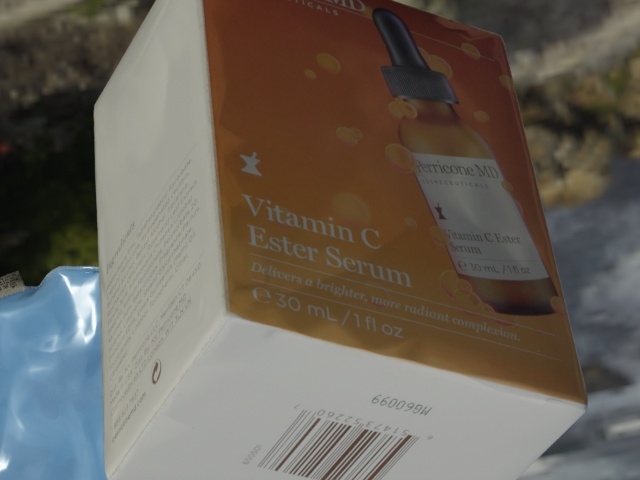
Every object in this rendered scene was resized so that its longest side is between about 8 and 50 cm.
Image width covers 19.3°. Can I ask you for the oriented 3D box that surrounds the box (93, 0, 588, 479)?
[{"bbox_3d":[0.000,0.000,0.636,0.130,0.170,0.091,14,135,-24],"label":"box"}]

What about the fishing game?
[{"bbox_3d":[-0.088,0.095,0.832,0.264,0.189,0.041,-21,-167,12],"label":"fishing game"}]
